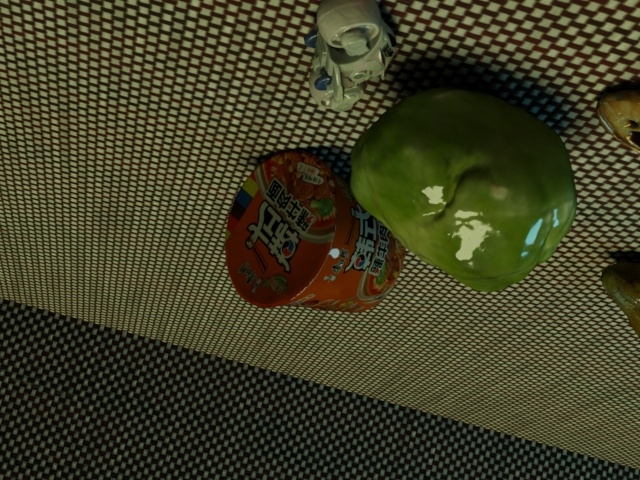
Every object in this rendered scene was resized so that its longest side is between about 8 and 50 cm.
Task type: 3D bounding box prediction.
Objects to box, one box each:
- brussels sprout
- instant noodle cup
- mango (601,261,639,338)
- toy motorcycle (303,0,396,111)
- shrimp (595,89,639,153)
[{"bbox_3d":[0.190,-0.063,1.668,0.274,0.242,0.316,12,164,25],"label":"brussels sprout"},{"bbox_3d":[0.000,0.000,2.042,0.250,0.250,0.192,-5,164,45],"label":"instant noodle cup"},{"bbox_3d":[0.595,0.126,2.121,0.316,0.146,0.193,36,154,-19],"label":"mango"},{"bbox_3d":[0.040,-0.228,1.548,0.113,0.112,0.254,14,163,0],"label":"toy motorcycle"},{"bbox_3d":[0.427,-0.122,1.622,0.133,0.053,0.236,-6,150,42],"label":"shrimp"}]
